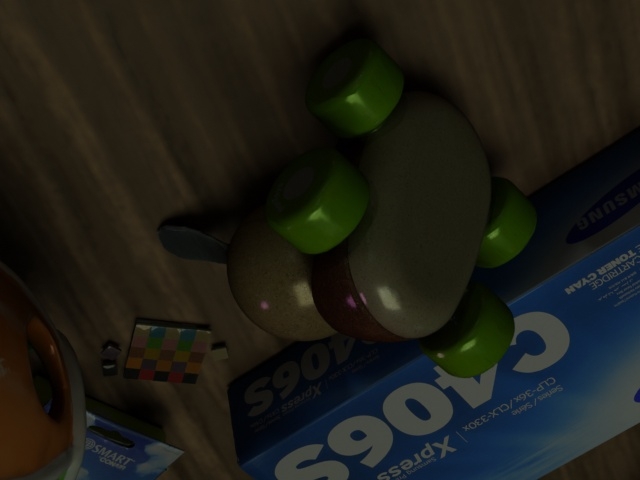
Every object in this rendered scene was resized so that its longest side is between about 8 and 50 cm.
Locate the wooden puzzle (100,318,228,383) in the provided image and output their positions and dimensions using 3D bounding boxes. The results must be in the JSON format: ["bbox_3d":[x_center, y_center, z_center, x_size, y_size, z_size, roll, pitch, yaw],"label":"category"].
[{"bbox_3d":[-0.102,0.073,0.786,0.083,0.006,0.049,7,127,-17],"label":"wooden puzzle"}]

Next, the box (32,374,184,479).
[{"bbox_3d":[-0.188,0.165,0.820,0.109,0.042,0.178,30,118,-31],"label":"box"}]

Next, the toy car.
[{"bbox_3d":[0.000,0.000,0.697,0.188,0.149,0.155,-17,133,42],"label":"toy car"}]

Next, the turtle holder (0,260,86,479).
[{"bbox_3d":[-0.272,0.122,0.644,0.227,0.243,0.320,11,118,-41],"label":"turtle holder"}]

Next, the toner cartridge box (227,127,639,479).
[{"bbox_3d":[0.125,0.078,0.792,0.348,0.075,0.165,-34,129,16],"label":"toner cartridge box"}]
